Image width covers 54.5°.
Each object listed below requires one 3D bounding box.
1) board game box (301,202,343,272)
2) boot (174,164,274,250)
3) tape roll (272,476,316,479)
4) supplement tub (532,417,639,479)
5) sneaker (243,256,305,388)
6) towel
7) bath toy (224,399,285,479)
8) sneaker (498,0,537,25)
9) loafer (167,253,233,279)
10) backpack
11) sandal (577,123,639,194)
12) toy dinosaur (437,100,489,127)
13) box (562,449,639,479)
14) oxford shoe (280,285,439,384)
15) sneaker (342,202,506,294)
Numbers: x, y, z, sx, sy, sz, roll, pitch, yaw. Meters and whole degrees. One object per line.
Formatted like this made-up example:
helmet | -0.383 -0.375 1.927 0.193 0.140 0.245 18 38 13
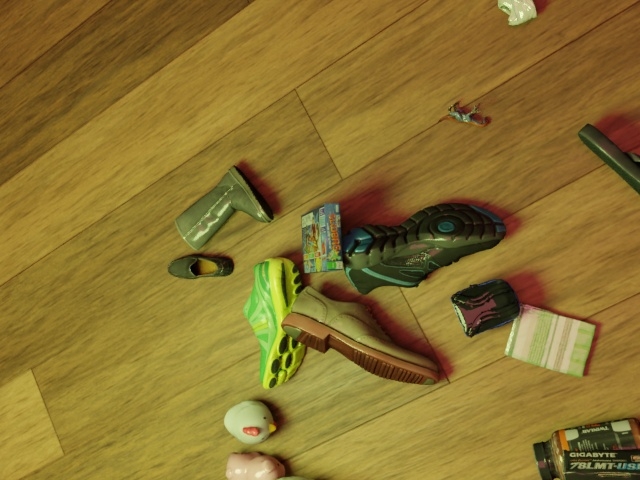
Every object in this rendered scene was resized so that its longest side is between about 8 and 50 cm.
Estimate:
board game box | 0.000 0.000 1.320 0.035 0.201 0.136 -2 87 -15
boot | -0.230 -0.051 1.462 0.208 0.076 0.189 -42 61 6
tape roll | -0.056 0.646 1.284 0.286 0.100 0.286 0 89 -14
supplement tub | 0.506 0.400 1.164 0.198 0.106 0.106 -17 82 19
sneaker | -0.106 0.184 1.406 0.124 0.109 0.295 3 91 44
towel | 0.457 0.198 1.239 0.152 0.023 0.113 16 95 17
bath toy | -0.145 0.535 1.378 0.151 0.129 0.348 1 88 -15
sneaker | 0.387 -0.514 1.277 0.061 0.054 0.152 -25 80 19
loafer | -0.297 0.062 1.486 0.170 0.061 0.062 -6 86 20
backpack | 0.332 0.128 1.241 0.120 0.101 0.098 -24 82 13
sandal | 0.595 -0.135 1.162 0.054 0.097 0.254 -44 75 12
toy dinosaur | 0.310 -0.259 1.311 0.082 0.047 0.090 46 136 7
box | 0.590 0.502 1.074 0.293 0.073 0.295 -7 107 24
oxford shoe | 0.098 0.196 1.314 0.348 0.123 0.130 23 63 5
sneaker | 0.212 0.019 1.294 0.341 0.125 0.139 -10 127 6
